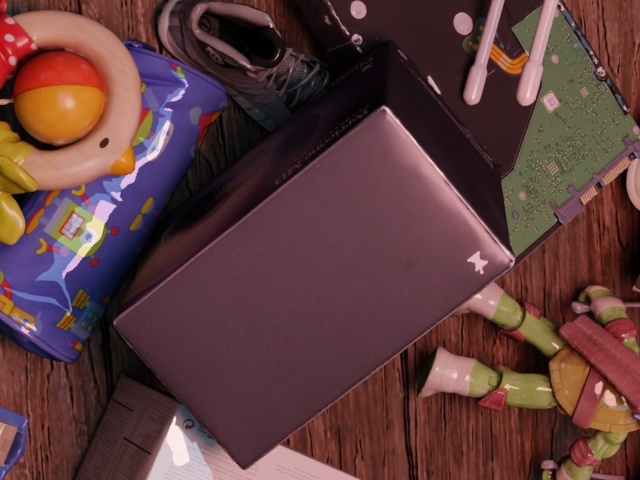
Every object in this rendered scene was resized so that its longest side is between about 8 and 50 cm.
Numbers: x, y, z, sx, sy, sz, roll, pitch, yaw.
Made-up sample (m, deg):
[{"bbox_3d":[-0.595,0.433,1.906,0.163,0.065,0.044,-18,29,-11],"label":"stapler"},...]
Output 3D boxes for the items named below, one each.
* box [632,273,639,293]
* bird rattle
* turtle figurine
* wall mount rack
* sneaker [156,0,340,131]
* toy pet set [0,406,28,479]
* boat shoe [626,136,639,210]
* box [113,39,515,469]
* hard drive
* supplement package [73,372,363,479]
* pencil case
[{"bbox_3d":[0.515,-0.062,1.920,0.318,0.097,0.395,29,88,-43],"label":"box"},{"bbox_3d":[-0.260,-0.126,1.630,0.206,0.143,0.254,-4,64,-7],"label":"bird rattle"},{"bbox_3d":[0.239,0.143,1.896,0.266,0.275,0.198,22,109,-2],"label":"turtle figurine"},{"bbox_3d":[0.244,-0.258,1.679,0.304,0.350,0.130,-36,97,-4],"label":"wall mount rack"},{"bbox_3d":[-0.041,-0.156,1.746,0.228,0.132,0.086,28,84,-20],"label":"sneaker"},{"bbox_3d":[-0.327,0.162,1.710,0.114,0.065,0.122,20,82,14],"label":"toy pet set"},{"bbox_3d":[0.416,-0.162,1.940,0.099,0.116,0.319,26,87,-58],"label":"boat shoe"},{"bbox_3d":[0.000,0.000,1.629,0.296,0.294,0.183,-39,102,12],"label":"box"},{"bbox_3d":[0.152,-0.163,1.828,0.237,0.064,0.339,-40,102,-25],"label":"hard drive"},{"bbox_3d":[-0.127,0.289,1.710,0.199,0.198,0.263,26,84,-22],"label":"supplement package"},{"bbox_3d":[-0.206,-0.042,1.697,0.133,0.119,0.306,31,83,-14],"label":"pencil case"}]
